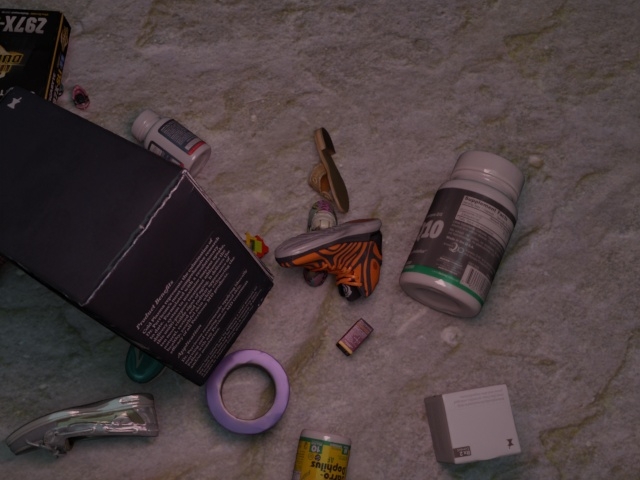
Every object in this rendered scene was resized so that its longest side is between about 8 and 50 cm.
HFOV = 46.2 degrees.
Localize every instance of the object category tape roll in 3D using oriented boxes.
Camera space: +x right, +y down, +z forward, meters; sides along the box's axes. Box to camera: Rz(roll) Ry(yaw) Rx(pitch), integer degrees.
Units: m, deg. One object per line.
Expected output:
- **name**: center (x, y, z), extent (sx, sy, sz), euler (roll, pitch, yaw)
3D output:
- **tape roll**: center (-0.164, 0.346, 1.711), extent (0.189, 0.080, 0.189), euler (1, 76, -5)

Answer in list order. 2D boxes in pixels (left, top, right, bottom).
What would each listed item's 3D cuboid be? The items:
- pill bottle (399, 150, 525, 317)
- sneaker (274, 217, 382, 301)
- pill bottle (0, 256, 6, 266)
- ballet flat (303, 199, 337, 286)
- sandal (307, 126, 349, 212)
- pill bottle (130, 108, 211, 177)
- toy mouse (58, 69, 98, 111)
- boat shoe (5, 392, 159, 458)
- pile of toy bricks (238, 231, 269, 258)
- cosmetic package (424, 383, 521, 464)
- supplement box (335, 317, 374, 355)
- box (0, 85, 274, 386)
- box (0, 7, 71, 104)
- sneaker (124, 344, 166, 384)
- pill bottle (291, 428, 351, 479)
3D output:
- **pill bottle**: center (0.344, -0.017, 1.788), extent (0.204, 0.204, 0.361), euler (25, 74, 2)
- **sneaker**: center (0.040, 0.061, 1.724), extent (0.321, 0.124, 0.180), euler (-15, 100, -40)
- **pill bottle**: center (-0.827, 0.009, 1.668), extent (0.224, 0.224, 0.392), euler (43, 76, 7)
- **ballet flat**: center (0.000, 0.000, 1.818), extent (0.077, 0.079, 0.221), euler (9, 74, 0)
- **sandal**: center (0.005, -0.162, 1.877), extent (0.079, 0.088, 0.240), euler (-22, 68, 22)
- **pill bottle**: center (-0.367, -0.237, 1.834), extent (0.180, 0.108, 0.108), euler (37, 75, 5)
- **toy mouse**: center (-0.635, -0.357, 1.882), extent (0.161, 0.031, 0.143), euler (2, 75, -4)
- **boat shoe**: center (-0.518, 0.419, 1.645), extent (0.320, 0.118, 0.103), euler (-12, 72, -15)
- **pile of toy bricks**: center (-0.168, 0.099, 1.778), extent (0.105, 0.118, 0.212), euler (17, 55, -29)
- **cosmetic package**: center (0.335, 0.411, 1.683), extent (0.151, 0.184, 0.151), euler (-8, 76, -8)
- **supplement box**: center (0.081, 0.229, 1.777), extent (0.043, 0.055, 0.083), euler (43, 76, 5)
- **box**: center (-0.417, 0.001, 1.505), extent (0.480, 0.472, 0.297), euler (26, 72, 28)
- **box**: center (-0.799, -0.443, 1.850), extent (0.322, 0.079, 0.257), euler (4, 72, 3)
- **sneaker**: center (-0.360, 0.198, 1.718), extent (0.107, 0.110, 0.275), euler (29, 75, 3)
- **pill bottle**: center (-0.005, 0.531, 1.656), extent (0.117, 0.117, 0.208), euler (12, 74, -2)
